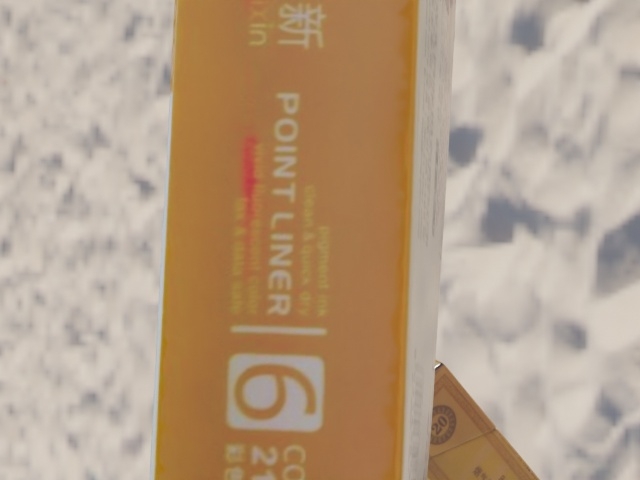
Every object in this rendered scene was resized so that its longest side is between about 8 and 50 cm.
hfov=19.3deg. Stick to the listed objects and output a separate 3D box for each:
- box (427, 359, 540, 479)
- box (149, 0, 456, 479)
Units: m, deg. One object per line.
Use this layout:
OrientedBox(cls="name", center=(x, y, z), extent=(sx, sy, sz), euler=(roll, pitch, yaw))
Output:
OrientedBox(cls="box", center=(0.096, 0.182, 1.499), extent=(0.076, 0.274, 0.174), euler=(-48, 32, -14))
OrientedBox(cls="box", center=(0.000, 0.000, 0.714), extent=(0.221, 0.091, 0.273), euler=(59, -146, -80))
